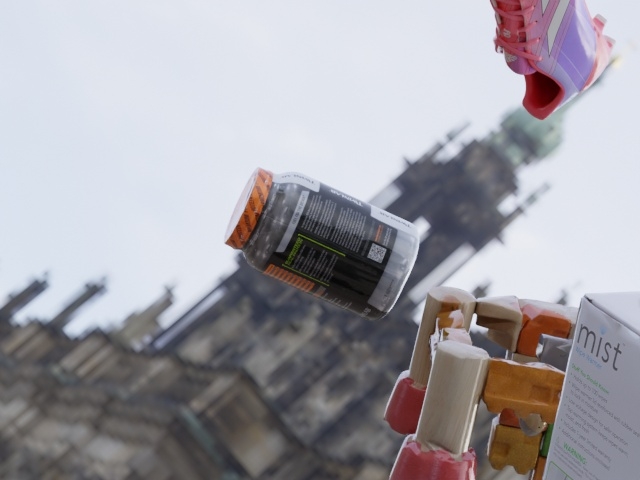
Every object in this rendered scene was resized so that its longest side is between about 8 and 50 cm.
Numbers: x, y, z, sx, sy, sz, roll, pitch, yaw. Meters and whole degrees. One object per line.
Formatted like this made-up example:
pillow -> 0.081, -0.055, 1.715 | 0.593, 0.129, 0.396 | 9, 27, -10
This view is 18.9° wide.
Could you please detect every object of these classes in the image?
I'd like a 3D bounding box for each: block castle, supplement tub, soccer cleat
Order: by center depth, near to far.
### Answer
soccer cleat -> 0.170, -0.190, 1.566 | 0.083, 0.095, 0.248 | 34, -8, 36
block castle -> 0.294, 0.213, 1.954 | 0.453, 0.213, 0.303 | 11, 13, -3
supplement tub -> 0.000, 0.000, 2.061 | 0.190, 0.117, 0.117 | 25, -19, -10

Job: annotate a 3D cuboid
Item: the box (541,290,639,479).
box -> 0.252, 0.181, 1.190 | 0.262, 0.126, 0.231 | 37, -59, 58
